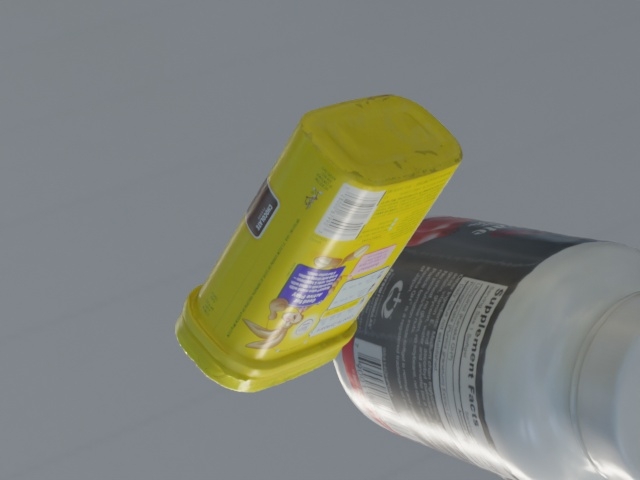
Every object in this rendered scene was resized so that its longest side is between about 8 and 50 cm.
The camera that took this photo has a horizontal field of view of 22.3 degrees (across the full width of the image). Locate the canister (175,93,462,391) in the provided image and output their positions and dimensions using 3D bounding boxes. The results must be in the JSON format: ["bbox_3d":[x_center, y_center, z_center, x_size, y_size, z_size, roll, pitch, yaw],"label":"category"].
[{"bbox_3d":[0.000,0.000,0.968,0.073,0.170,0.126,46,-145,20],"label":"canister"}]

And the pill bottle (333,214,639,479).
[{"bbox_3d":[0.155,0.081,1.129,0.176,0.176,0.318,-17,-166,-26],"label":"pill bottle"}]
